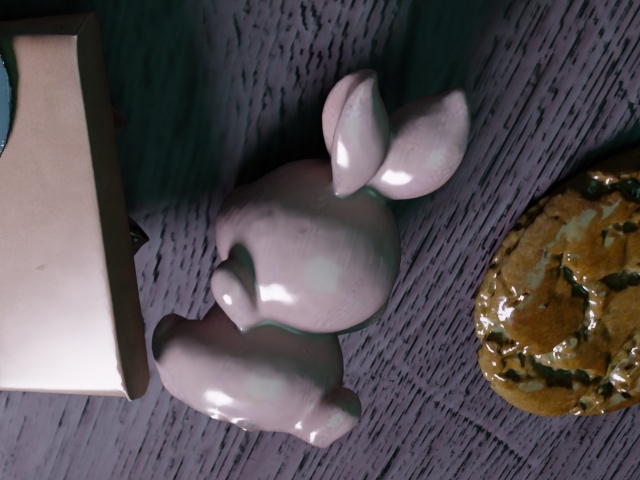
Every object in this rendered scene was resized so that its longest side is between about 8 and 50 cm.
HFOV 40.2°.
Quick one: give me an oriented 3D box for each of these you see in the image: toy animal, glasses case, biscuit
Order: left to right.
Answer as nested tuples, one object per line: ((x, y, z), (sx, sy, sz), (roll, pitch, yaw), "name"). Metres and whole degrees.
((-0.141, -0.017, 0.436), (0.103, 0.070, 0.193), (1, 114, 9), "glasses case")
((-0.002, -0.001, 0.474), (0.124, 0.124, 0.212), (20, 104, -27), "toy animal")
((0.209, 0.036, 0.594), (0.226, 0.042, 0.225), (-8, 122, -13), "biscuit")

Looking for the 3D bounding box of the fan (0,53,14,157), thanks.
((-0.205, -0.094, 0.370), (0.113, 0.005, 0.175), (-31, 107, 23), "fan")
